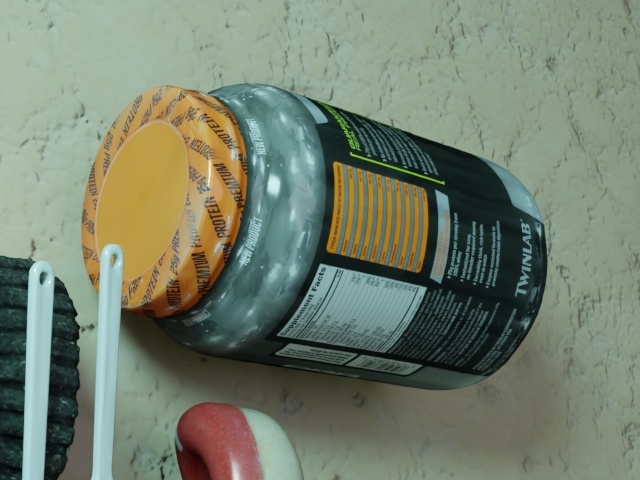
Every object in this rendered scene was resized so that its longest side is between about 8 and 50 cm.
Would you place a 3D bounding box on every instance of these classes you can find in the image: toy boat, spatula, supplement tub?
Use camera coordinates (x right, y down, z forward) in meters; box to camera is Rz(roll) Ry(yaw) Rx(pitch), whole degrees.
[{"bbox_3d":[-0.097,0.223,0.860,0.151,0.151,0.231,10,62,-9],"label":"toy boat"},{"bbox_3d":[-0.168,0.122,0.734,0.168,0.019,0.242,2,91,-54],"label":"spatula"},{"bbox_3d":[0.000,0.000,0.979,0.338,0.207,0.207,15,63,-39],"label":"supplement tub"}]

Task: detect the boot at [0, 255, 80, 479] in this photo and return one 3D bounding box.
[{"bbox_3d":[-0.279,0.143,0.708,0.260,0.131,0.348,35,68,-52],"label":"boot"}]
